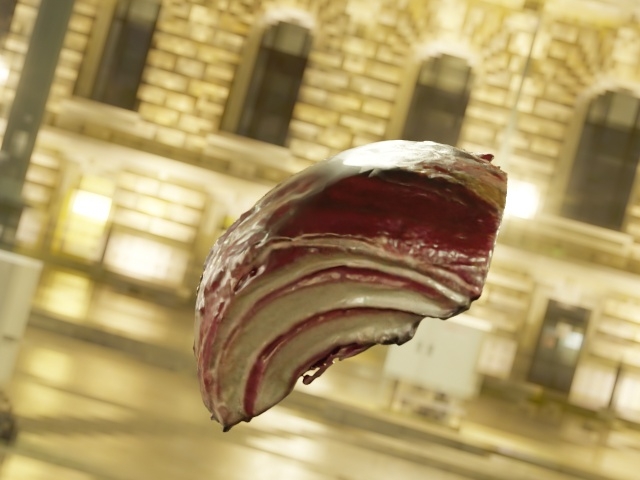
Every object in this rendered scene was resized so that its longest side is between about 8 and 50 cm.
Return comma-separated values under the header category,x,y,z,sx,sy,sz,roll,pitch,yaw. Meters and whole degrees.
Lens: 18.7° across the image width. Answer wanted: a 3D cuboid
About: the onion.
category,x,y,z,sx,sy,sz,roll,pitch,yaw
onion,0.000,0.000,1.612,0.146,0.314,0.280,44,26,-20
